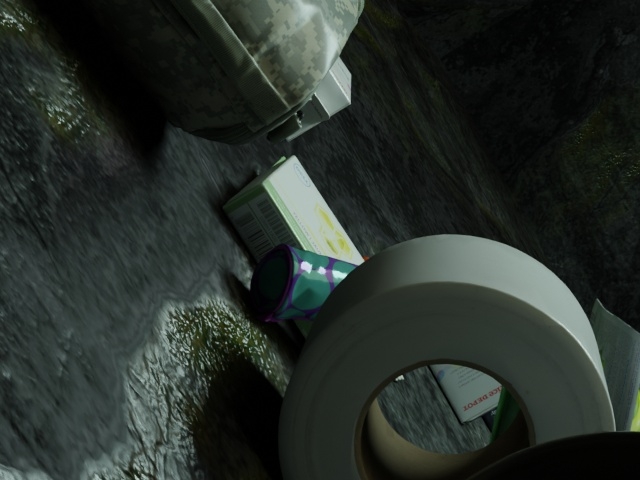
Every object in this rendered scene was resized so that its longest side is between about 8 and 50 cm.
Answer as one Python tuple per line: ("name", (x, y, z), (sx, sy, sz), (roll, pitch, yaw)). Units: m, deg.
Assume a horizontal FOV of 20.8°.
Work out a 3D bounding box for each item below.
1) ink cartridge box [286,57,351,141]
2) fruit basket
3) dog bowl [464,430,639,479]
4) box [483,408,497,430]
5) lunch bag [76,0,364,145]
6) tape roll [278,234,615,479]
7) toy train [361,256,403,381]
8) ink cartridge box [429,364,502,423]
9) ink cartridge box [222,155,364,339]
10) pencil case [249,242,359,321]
("ink cartridge box", (-0.024, -0.189, 2.041), (0.092, 0.090, 0.143), (55, 13, -15))
("fruit basket", (0.238, 0.225, 1.545), (0.165, 0.327, 0.353), (12, 3, -5))
("dog bowl", (0.178, 0.290, 1.051), (0.348, 0.349, 0.102), (60, -2, 5))
("box", (0.250, 0.173, 2.231), (0.207, 0.108, 0.153), (58, 11, -1))
("lunch bag", (-0.112, -0.246, 1.491), (0.305, 0.212, 0.256), (54, 11, -21))
("tape roll", (0.097, 0.130, 1.321), (0.246, 0.246, 0.169), (57, 11, -6))
("toy train", (0.059, 0.063, 1.849), (0.125, 0.046, 0.166), (46, 16, -47))
("ink cartridge box", (0.179, 0.143, 2.047), (0.122, 0.088, 0.052), (62, 9, 13))
("ink cartridge box", (0.000, 0.000, 1.669), (0.171, 0.056, 0.235), (57, 21, -6))
("pencil case", (0.013, 0.052, 1.505), (0.152, 0.070, 0.064), (19, -7, -36))
